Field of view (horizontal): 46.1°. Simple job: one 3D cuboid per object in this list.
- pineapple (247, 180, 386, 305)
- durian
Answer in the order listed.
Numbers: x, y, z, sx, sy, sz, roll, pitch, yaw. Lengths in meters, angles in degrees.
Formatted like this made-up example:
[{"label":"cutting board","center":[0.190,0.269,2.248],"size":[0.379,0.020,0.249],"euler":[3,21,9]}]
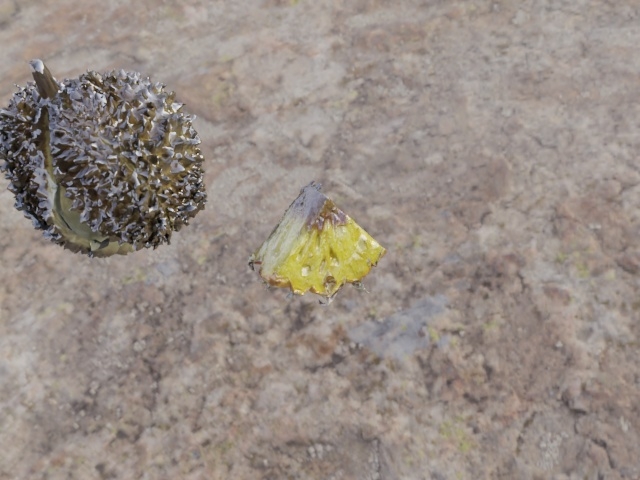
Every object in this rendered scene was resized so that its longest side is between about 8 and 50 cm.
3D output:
[{"label":"pineapple","center":[0.000,0.000,0.739],"size":[0.137,0.116,0.069],"euler":[-9,19,-26]},{"label":"durian","center":[-0.196,-0.074,0.662],"size":[0.196,0.196,0.167],"euler":[-7,37,16]}]
